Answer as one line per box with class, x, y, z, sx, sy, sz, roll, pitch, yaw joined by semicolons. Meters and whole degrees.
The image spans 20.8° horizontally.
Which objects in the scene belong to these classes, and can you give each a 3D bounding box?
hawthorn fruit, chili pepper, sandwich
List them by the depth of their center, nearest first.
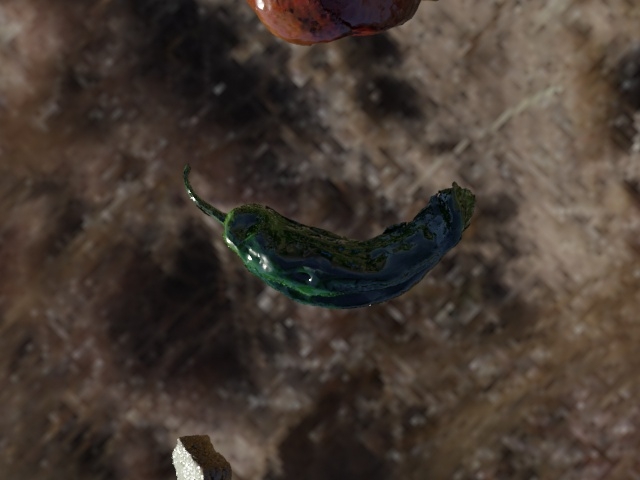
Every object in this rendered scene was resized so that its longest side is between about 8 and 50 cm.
hawthorn fruit;0.020;-0.215;1.346;0.172;0.148;0.148;15;-175;-33
chili pepper;0.000;0.001;1.536;0.278;0.122;0.065;4;-174;18
sandwich;-0.130;0.268;1.905;0.093;0.035;0.105;41;134;54
